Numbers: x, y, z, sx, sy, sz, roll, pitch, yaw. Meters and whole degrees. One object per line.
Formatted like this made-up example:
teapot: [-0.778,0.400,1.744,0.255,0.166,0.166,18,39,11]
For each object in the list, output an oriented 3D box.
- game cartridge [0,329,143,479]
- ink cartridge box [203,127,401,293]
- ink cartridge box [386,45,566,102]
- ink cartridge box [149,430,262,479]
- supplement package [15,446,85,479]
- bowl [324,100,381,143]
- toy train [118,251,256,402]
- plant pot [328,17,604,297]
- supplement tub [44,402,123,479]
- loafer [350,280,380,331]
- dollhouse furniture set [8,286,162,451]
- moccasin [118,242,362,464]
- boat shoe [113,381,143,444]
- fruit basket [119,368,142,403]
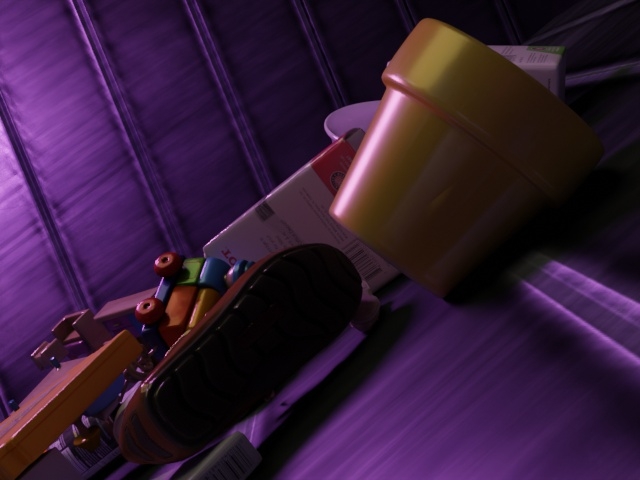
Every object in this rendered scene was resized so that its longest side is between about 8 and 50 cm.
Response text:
game cartridge: [-0.400,0.264,1.344,0.324,0.052,0.285,-38,6,32]
ink cartridge box: [0.000,0.000,1.557,0.283,0.207,0.117,-36,4,20]
ink cartridge box: [0.263,-0.256,1.748,0.273,0.114,0.198,3,20,16]
ink cartridge box: [-0.190,0.306,1.078,0.224,0.045,0.223,-35,5,45]
supplement package: [-0.379,0.372,1.328,0.139,0.134,0.244,-43,7,-39]
bowl: [0.153,-0.137,1.814,0.298,0.134,0.298,2,24,-1]
toy train: [-0.176,0.124,1.451,0.144,0.105,0.248,-6,44,21]
plant pot: [0.141,-0.078,1.170,0.239,0.254,0.254,-52,4,4]
supplement tub: [-0.415,0.366,1.816,0.198,0.106,0.106,-38,5,5]
loafer: [0.055,0.091,1.353,0.045,0.039,0.125,-11,21,0]
dollhouse furniture set: [-0.361,0.261,1.710,0.286,0.198,0.303,-17,24,37]
moccasin: [-0.085,0.130,1.232,0.380,0.139,0.147,-48,7,-39]
boat shoe: [-0.197,0.227,1.468,0.302,0.113,0.103,-34,1,31]
fruit basket: [-0.318,0.230,2.349,0.327,0.165,0.353,-34,22,48]
